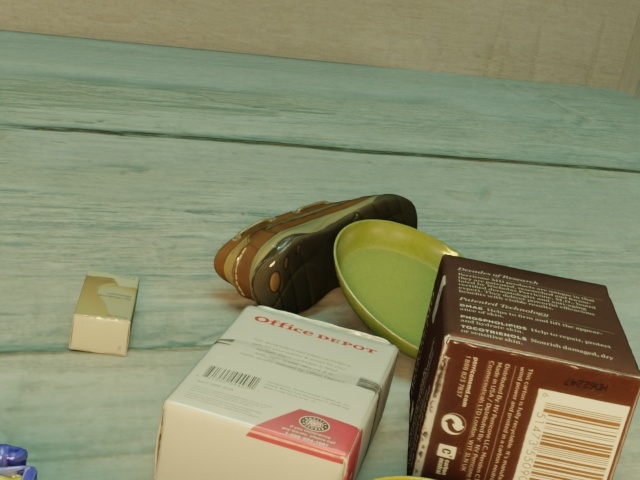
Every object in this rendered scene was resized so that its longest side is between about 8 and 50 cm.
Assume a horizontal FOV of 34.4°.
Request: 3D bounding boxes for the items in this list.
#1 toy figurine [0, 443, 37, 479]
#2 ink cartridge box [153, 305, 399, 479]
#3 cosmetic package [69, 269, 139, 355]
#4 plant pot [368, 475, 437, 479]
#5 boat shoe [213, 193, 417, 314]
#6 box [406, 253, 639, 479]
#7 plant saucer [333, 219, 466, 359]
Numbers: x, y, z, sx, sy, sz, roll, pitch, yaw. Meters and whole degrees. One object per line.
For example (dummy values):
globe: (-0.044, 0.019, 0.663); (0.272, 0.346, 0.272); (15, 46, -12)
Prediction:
toy figurine: (-0.218, 0.158, 0.522); (0.217, 0.191, 0.362); (15, 24, -13)
ink cartridge box: (-0.032, 0.150, 0.912); (0.159, 0.092, 0.218); (15, 22, 10)
cosmetic package: (-0.225, 0.074, 1.084); (0.060, 0.041, 0.115); (8, 20, -10)
plant pot: (0.068, 0.241, 0.715); (0.134, 0.095, 0.134); (9, 21, -4)
boat shoe: (0.000, 0.000, 1.292); (0.120, 0.122, 0.324); (16, 19, 36)
box: (0.175, 0.135, 0.945); (0.167, 0.168, 0.203); (11, 20, 2)
plant saucer: (0.116, 0.068, 1.199); (0.241, 0.037, 0.241); (21, 32, -14)
